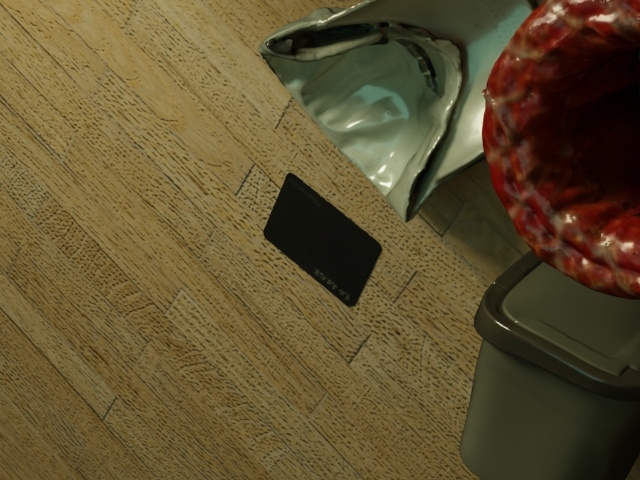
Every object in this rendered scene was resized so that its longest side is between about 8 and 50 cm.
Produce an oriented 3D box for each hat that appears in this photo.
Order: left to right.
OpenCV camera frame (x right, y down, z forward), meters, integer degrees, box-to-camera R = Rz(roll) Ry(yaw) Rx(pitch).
[{"bbox_3d":[0.098,-0.196,1.828,0.301,0.168,0.258,-32,112,20],"label":"hat"}]

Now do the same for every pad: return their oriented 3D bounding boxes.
[{"bbox_3d":[0.000,0.000,2.074,0.157,0.003,0.112,39,130,19],"label":"pad"}]

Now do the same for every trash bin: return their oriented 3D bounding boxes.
[{"bbox_3d":[0.272,0.152,1.792,0.219,0.220,0.250,34,135,24],"label":"trash bin"}]

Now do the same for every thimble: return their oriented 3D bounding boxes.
[{"bbox_3d":[0.341,-0.126,1.585,0.350,0.230,0.350,19,123,32],"label":"thimble"}]
